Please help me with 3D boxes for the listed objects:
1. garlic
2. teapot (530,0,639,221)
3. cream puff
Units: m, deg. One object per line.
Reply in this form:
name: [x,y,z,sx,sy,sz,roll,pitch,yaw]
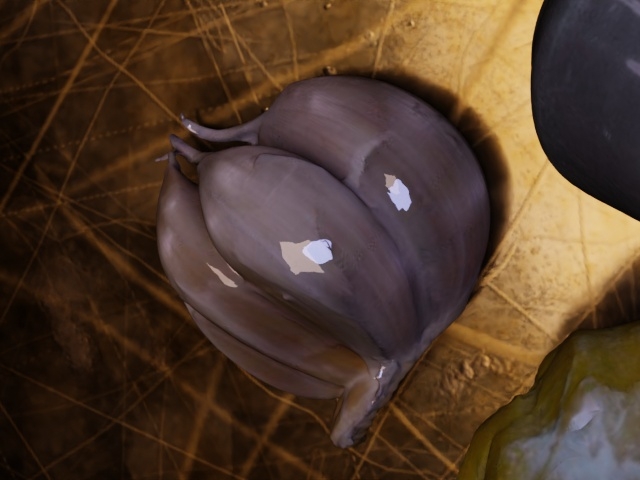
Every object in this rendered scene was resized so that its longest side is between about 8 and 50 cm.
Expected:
garlic: [0.000,0.000,1.204,0.292,0.210,0.237,53,146,-2]
teapot: [0.307,-0.043,0.963,0.253,0.300,0.344,-30,48,-7]
cream puff: [0.240,0.211,1.116,0.274,0.270,0.323,-35,89,-12]
